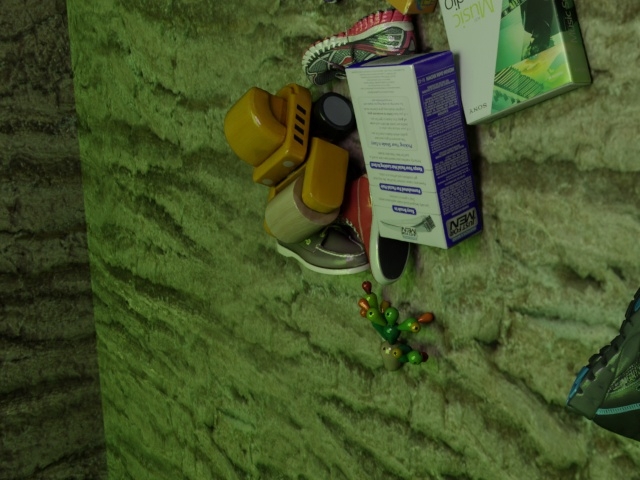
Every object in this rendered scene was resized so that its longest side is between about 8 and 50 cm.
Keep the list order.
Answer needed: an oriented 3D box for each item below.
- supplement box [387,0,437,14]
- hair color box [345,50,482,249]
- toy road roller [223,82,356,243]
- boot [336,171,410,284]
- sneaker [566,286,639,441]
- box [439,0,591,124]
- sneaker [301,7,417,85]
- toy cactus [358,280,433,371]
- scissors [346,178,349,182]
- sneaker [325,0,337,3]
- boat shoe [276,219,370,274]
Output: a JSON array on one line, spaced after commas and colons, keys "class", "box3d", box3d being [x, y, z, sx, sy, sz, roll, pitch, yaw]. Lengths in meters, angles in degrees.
[{"class": "supplement box", "box3d": [0.130, -0.514, 1.542, 0.233, 0.080, 0.078, 51, 137, 36]}, {"class": "hair color box", "box3d": [0.172, -0.166, 1.486, 0.185, 0.110, 0.338, 13, 120, 52]}, {"class": "toy road roller", "box3d": [-0.084, -0.180, 1.722, 0.202, 0.241, 0.329, -33, 45, 53]}, {"class": "boot", "box3d": [0.093, -0.017, 1.679, 0.176, 0.088, 0.244, -21, 68, 50]}, {"class": "sneaker", "box3d": [0.502, 0.152, 1.187, 0.140, 0.125, 0.340, 32, 125, 13]}, {"class": "box", "box3d": [0.306, -0.377, 1.347, 0.232, 0.058, 0.321, -18, 85, 54]}, {"class": "sneaker", "box3d": [0.069, -0.365, 1.626, 0.299, 0.121, 0.112, -13, 91, 53]}, {"class": "toy cactus", "box3d": [0.154, 0.195, 1.688, 0.219, 0.112, 0.180, 41, 148, 39]}, {"class": "scissors", "box3d": [0.085, -0.055, 1.765, 0.297, 0.021, 0.109, 49, 134, 35]}, {"class": "sneaker", "box3d": [-0.035, -0.597, 1.726, 0.236, 0.105, 0.095, 62, 139, 22]}, {"class": "boat shoe", "box3d": [0.000, 0.000, 1.821, 0.324, 0.117, 0.096, 21, 118, 57]}]
